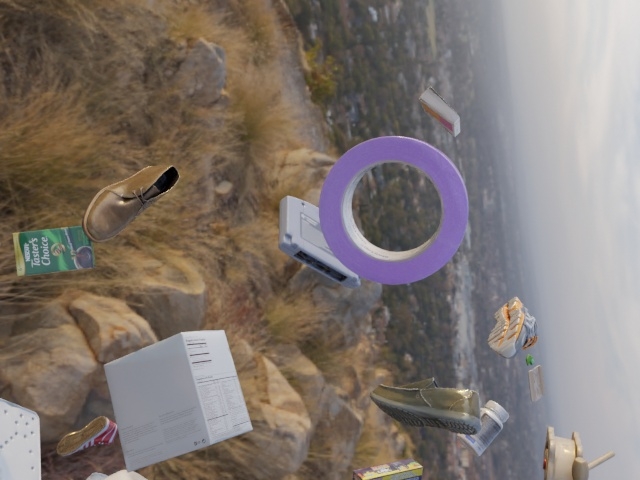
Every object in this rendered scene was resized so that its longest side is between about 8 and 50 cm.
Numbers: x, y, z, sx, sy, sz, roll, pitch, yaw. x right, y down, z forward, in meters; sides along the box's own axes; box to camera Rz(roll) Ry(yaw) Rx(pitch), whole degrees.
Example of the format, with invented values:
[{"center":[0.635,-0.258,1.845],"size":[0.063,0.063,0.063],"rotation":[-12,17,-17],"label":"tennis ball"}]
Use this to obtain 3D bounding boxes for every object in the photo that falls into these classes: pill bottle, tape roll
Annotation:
[{"center":[0.437,0.501,1.586],"size":[0.137,0.078,0.078],"rotation":[-43,136,-15],"label":"pill bottle"},{"center":[0.139,-0.059,1.121],"size":[0.090,0.275,0.274],"rotation":[-35,117,-72],"label":"tape roll"}]

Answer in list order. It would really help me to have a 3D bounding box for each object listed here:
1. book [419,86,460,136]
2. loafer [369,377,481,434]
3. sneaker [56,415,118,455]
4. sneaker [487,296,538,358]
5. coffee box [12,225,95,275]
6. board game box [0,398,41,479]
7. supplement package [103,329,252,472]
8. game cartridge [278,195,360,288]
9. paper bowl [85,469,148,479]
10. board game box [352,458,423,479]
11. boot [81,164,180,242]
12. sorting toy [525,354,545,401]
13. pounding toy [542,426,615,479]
[{"center":[0.274,-0.285,1.336],"size":[0.096,0.035,0.144],"rotation":[45,8,11],"label":"book"},{"center":[0.219,0.333,1.220],"size":[0.094,0.251,0.087],"rotation":[54,51,-40],"label":"loafer"},{"center":[-0.465,0.402,1.193],"size":[0.042,0.118,0.067],"rotation":[59,-1,33],"label":"sneaker"},{"center":[0.395,0.183,1.178],"size":[0.083,0.084,0.215],"rotation":[48,28,3],"label":"sneaker"},{"center":[-0.670,0.026,1.493],"size":[0.040,0.184,0.113],"rotation":[166,-82,-80],"label":"coffee box"},{"center":[-0.778,0.515,1.310],"size":[0.390,0.050,0.390],"rotation":[57,8,-52],"label":"board game box"},{"center":[-0.269,0.298,1.122],"size":[0.149,0.194,0.203],"rotation":[16,53,-66],"label":"supplement package"},{"center":[0.000,0.000,1.697],"size":[0.297,0.062,0.198],"rotation":[31,36,-32],"label":"game cartridge"},{"center":[-0.432,0.641,1.347],"size":[0.148,0.284,0.284],"rotation":[-47,139,-14],"label":"paper bowl"},{"center":[0.153,0.600,1.387],"size":[0.170,0.048,0.141],"rotation":[1,97,-28],"label":"board game box"},{"center":[-0.480,-0.108,1.513],"size":[0.112,0.115,0.305],"rotation":[61,42,-25],"label":"boot"},{"center":[0.391,0.248,1.080],"size":[0.062,0.012,0.083],"rotation":[0,83,-52],"label":"sorting toy"},{"center":[0.638,0.579,1.472],"size":[0.269,0.155,0.154],"rotation":[0,96,-71],"label":"pounding toy"}]
